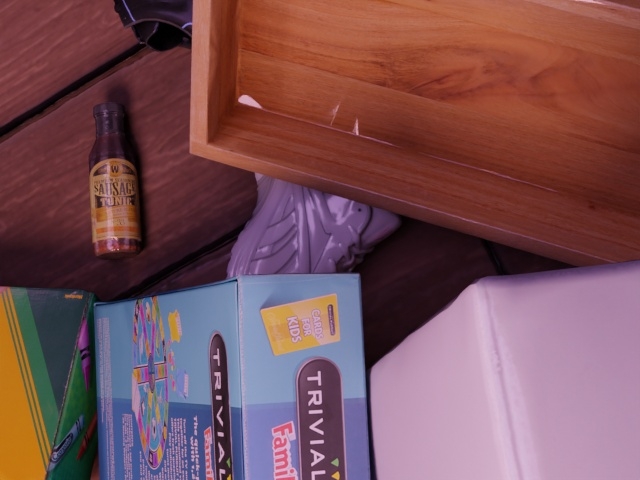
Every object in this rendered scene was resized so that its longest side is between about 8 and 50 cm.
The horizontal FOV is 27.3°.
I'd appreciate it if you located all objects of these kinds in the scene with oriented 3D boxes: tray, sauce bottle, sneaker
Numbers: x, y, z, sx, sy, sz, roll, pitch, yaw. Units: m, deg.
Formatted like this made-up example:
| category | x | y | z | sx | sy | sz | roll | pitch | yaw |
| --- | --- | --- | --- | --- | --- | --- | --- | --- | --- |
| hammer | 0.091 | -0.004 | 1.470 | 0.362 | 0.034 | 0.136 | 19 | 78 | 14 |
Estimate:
| category | x | y | z | sx | sy | sz | roll | pitch | yaw |
| --- | --- | --- | --- | --- | --- | --- | --- | --- | --- |
| tray | 0.119 | -0.100 | 0.863 | 0.411 | 0.202 | 0.076 | 17 | 44 | 11 |
| sauce bottle | -0.171 | -0.049 | 1.085 | 0.042 | 0.042 | 0.128 | -11 | 79 | 19 |
| sneaker | 0.000 | 0.000 | 0.989 | 0.115 | 0.090 | 0.232 | 7 | 85 | 18 |
| sneaker | -0.148 | -0.216 | 1.081 | 0.232 | 0.081 | 0.090 | 34 | 87 | 21 |

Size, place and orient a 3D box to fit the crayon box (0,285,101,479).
| category | x | y | z | sx | sy | sz | roll | pitch | yaw |
| --- | --- | --- | --- | --- | --- | --- | --- | --- | --- |
| crayon box | -0.312 | 0.125 | 1.053 | 0.279 | 0.081 | 0.165 | 1 | 63 | 15 |

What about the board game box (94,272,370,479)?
| category | x | y | z | sx | sy | sz | roll | pitch | yaw |
| --- | --- | --- | --- | --- | --- | --- | --- | --- | --- |
| board game box | -0.069 | 0.158 | 0.869 | 0.079 | 0.336 | 0.253 | -1 | 85 | -24 |

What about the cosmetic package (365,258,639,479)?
| category | x | y | z | sx | sy | sz | roll | pitch | yaw |
| --- | --- | --- | --- | --- | --- | --- | --- | --- | --- |
| cosmetic package | 0.253 | 0.178 | 0.660 | 0.394 | 0.329 | 0.327 | -8 | 78 | -10 |
